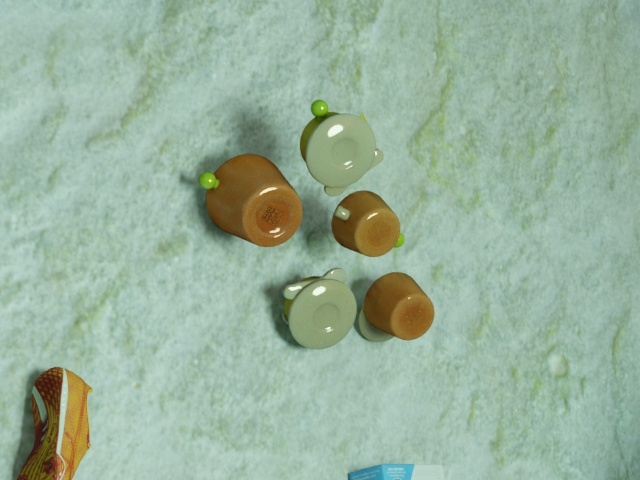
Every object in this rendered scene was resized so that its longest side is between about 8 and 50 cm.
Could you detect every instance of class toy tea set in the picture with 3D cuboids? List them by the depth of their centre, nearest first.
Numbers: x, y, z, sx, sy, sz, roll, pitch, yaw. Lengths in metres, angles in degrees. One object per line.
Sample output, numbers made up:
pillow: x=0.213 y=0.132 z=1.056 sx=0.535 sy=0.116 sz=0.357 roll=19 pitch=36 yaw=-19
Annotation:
toy tea set: x=0.000 y=0.000 z=2.067 sx=0.200 sy=0.124 sz=0.336 roll=-32 pitch=120 yaw=-13

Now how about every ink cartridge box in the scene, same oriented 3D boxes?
ink cartridge box: x=0.099 y=0.352 z=2.058 sx=0.104 sy=0.061 sz=0.181 roll=7 pitch=69 yaw=-42

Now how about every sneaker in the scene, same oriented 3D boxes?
sneaker: x=-0.255 y=0.211 z=1.768 sx=0.067 sy=0.064 sz=0.175 roll=34 pitch=55 yaw=-43
